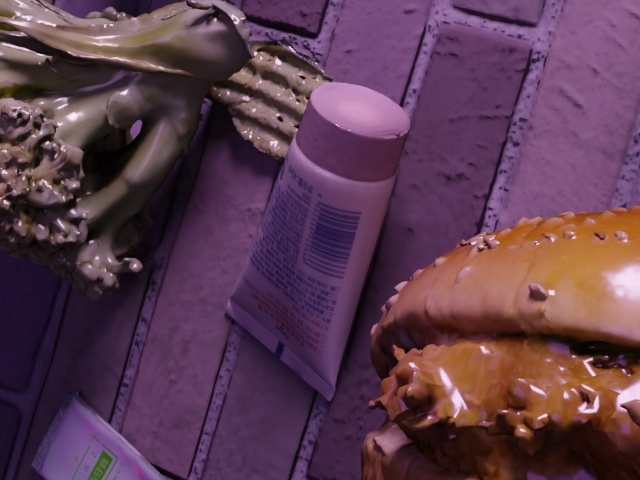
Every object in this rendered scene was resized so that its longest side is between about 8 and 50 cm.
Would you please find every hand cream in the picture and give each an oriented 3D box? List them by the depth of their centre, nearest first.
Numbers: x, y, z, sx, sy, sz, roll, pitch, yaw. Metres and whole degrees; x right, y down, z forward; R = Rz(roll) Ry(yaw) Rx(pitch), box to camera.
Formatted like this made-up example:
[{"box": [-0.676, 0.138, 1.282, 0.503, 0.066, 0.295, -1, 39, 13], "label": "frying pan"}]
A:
[{"box": [0.000, 0.000, 1.340, 0.133, 0.083, 0.247, 42, 128, 30], "label": "hand cream"}, {"box": [-0.154, 0.234, 1.444, 0.079, 0.050, 0.275, -46, 54, -11], "label": "hand cream"}]

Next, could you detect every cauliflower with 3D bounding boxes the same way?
[{"box": [-0.210, -0.113, 1.423, 0.260, 0.281, 0.327, -150, 43, -70], "label": "cauliflower"}]

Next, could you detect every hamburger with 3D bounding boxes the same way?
[{"box": [0.196, 0.110, 1.092, 0.446, 0.287, 0.268, 5, 85, 31], "label": "hamburger"}]

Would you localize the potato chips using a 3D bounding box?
[{"box": [-0.015, -0.102, 1.396, 0.207, 0.028, 0.092, 38, 104, 29], "label": "potato chips"}]
